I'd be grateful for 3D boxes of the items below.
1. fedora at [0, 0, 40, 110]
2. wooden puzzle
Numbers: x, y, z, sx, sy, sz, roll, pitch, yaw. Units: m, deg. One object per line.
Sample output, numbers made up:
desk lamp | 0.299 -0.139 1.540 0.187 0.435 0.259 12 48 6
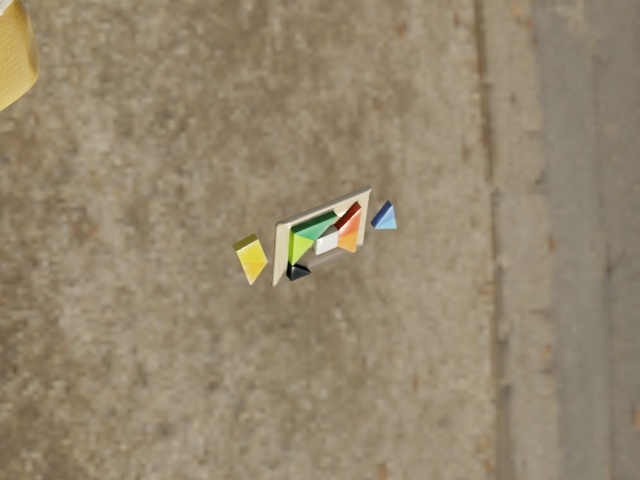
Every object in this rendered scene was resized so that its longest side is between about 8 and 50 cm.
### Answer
fedora | -0.232 -0.111 1.033 0.079 0.194 0.194 54 33 -20
wooden puzzle | 0.000 0.000 1.044 0.014 0.116 0.079 55 -18 27
